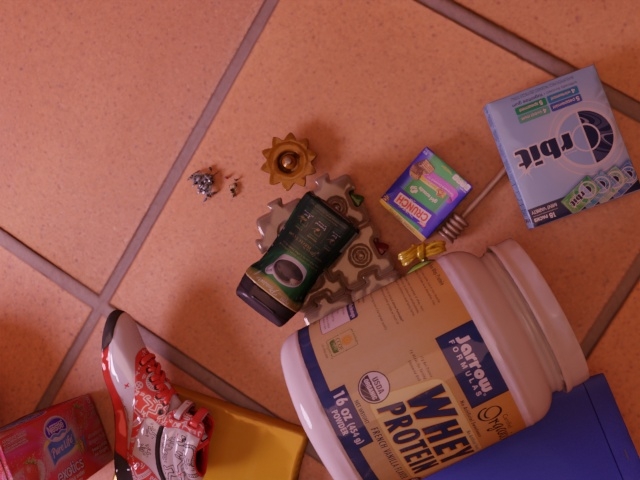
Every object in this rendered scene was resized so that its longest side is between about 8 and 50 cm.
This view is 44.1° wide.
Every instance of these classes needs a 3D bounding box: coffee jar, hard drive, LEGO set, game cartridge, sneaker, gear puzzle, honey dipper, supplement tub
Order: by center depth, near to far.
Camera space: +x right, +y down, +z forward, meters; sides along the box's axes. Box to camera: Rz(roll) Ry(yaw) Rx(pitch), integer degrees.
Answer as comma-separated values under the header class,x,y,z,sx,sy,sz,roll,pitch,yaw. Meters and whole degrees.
class,x,y,z,sx,sy,sz,roll,pitch,yaw
supplement tub,0.136,0.152,0.964,0.316,0.228,0.228,-28,86,4
hard drive,0.252,0.321,1.025,0.318,0.040,0.210,-19,69,4
coffee jar,-0.035,0.028,1.120,0.096,0.079,0.184,38,92,-2
honey dipper,0.231,-0.065,1.137,0.030,0.030,0.161,41,96,8
sneaker,-0.235,0.232,1.175,0.145,0.090,0.270,-5,91,11
gear puzzle,0.000,0.000,1.180,0.175,0.044,0.339,-27,87,5
LEGO set,-0.170,-0.089,1.224,0.083,0.023,0.054,-8,90,13
game cartridge,-0.189,0.407,1.234,0.285,0.052,0.324,16,92,11

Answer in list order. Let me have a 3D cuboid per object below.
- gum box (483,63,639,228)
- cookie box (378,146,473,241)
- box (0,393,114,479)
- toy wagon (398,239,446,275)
class,x,y,z,sx,sy,sz,roll,pitch,yaw
gum box,0.332,-0.128,1.093,0.157,0.041,0.184,-20,88,3
cookie box,0.152,-0.066,1.145,0.092,0.040,0.107,42,100,7
box,-0.435,0.330,1.175,0.128,0.257,0.123,-20,89,12
toy wagon,0.191,0.165,1.110,0.267,0.068,0.344,-17,92,4
